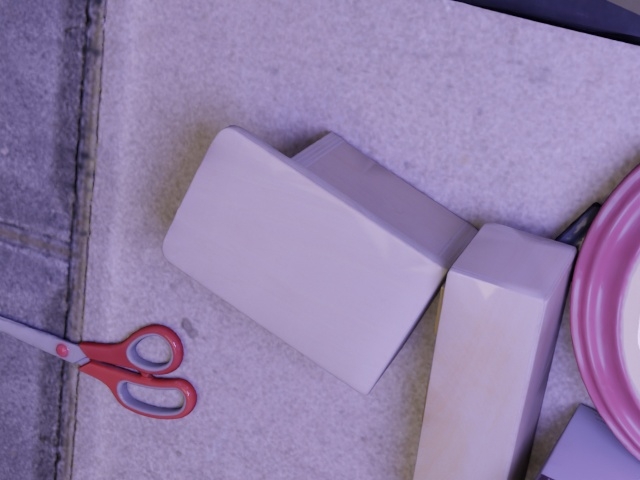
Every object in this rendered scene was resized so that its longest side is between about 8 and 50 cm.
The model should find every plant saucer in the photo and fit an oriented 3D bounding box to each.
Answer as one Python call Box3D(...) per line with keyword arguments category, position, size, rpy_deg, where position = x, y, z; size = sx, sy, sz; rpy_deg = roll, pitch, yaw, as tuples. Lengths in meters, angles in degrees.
Box3D(category="plant saucer", position=(0.364, 0.064, 0.927), size=(0.332, 0.084, 0.332), rpy_deg=(2, 98, 15))

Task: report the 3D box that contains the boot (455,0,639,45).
Box3D(category="boot", position=(0.162, -0.346, 0.872), size=(0.445, 0.146, 0.366), rpy_deg=(17, 114, 14))

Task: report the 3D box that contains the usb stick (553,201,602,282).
Box3D(category="usb stick", position=(0.315, 0.085, 1.012), size=(0.278, 0.045, 0.077), rpy_deg=(46, 119, 6))

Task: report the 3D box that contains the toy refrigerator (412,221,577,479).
Box3D(category="toy refrigerator", position=(0.146, 0.128, 1.045), size=(0.094, 0.102, 0.269), rpy_deg=(18, 123, 19))

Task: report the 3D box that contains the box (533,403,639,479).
Box3D(category="box", position=(0.264, 0.258, 1.011), size=(0.181, 0.182, 0.119), rpy_deg=(25, 116, 17))

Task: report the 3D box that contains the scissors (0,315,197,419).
Box3D(category="scissors", position=(-0.271, 0.136, 1.314), size=(0.297, 0.021, 0.108), rpy_deg=(4, 109, 22))

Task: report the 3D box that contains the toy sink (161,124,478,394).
Box3D(category="toy sink", position=(0.000, 0.000, 1.086), size=(0.234, 0.131, 0.152), rpy_deg=(33, 116, 7))
